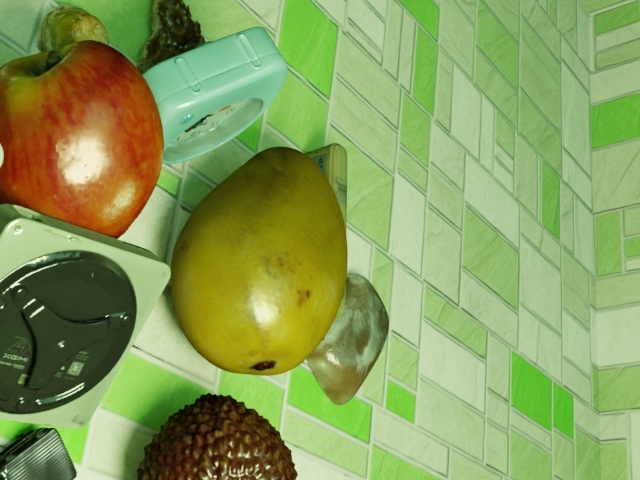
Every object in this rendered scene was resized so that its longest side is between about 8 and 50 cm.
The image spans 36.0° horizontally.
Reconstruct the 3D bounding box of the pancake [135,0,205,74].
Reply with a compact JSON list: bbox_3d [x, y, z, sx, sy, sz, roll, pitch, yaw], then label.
[{"bbox_3d":[-0.238,-0.326,1.648,0.266,0.057,0.244,-14,89,-54],"label":"pancake"}]

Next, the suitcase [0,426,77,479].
[{"bbox_3d":[-0.371,0.297,1.242,0.126,0.059,0.086,-38,111,-53],"label":"suitcase"}]

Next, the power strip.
[{"bbox_3d":[0.000,0.000,1.838,0.066,0.092,0.387,26,58,-47],"label":"power strip"}]

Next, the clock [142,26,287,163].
[{"bbox_3d":[-0.185,-0.204,1.499,0.224,0.274,0.094,-26,83,-27],"label":"clock"}]

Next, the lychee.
[{"bbox_3d":[-0.147,0.339,1.407,0.236,0.236,0.271,60,11,-22],"label":"lychee"}]

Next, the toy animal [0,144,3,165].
[{"bbox_3d":[-0.454,0.000,0.980,0.241,0.368,0.196,25,61,-62],"label":"toy animal"}]

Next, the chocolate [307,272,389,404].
[{"bbox_3d":[0.072,0.181,1.884,0.157,0.080,0.254,60,38,-22],"label":"chocolate"}]

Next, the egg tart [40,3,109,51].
[{"bbox_3d":[-0.358,-0.296,1.479,0.129,0.049,0.128,20,64,-50],"label":"egg tart"}]

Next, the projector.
[{"bbox_3d":[-0.339,0.108,1.223,0.257,0.079,0.259,22,100,-48],"label":"projector"}]

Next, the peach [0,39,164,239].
[{"bbox_3d":[-0.325,-0.120,1.303,0.281,0.238,0.280,-5,90,-75],"label":"peach"}]

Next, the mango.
[{"bbox_3d":[-0.085,0.022,1.600,0.300,0.232,0.445,49,35,-26],"label":"mango"}]
